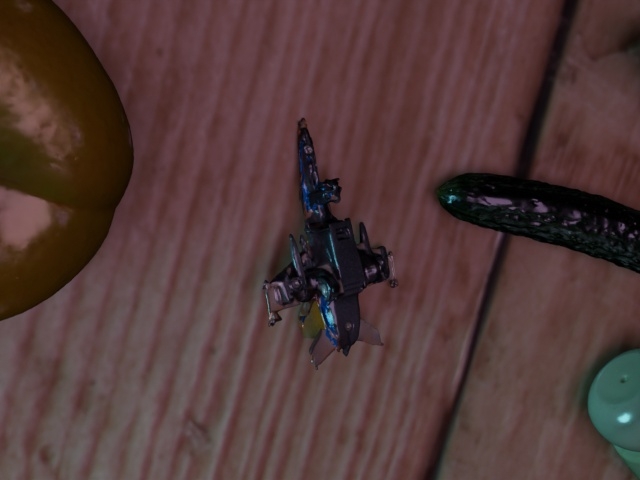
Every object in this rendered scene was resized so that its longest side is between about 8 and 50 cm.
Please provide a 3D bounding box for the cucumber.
[{"bbox_3d":[0.196,-0.018,0.761,0.214,0.052,0.058,15,126,-13],"label":"cucumber"}]

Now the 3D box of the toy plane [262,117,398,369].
[{"bbox_3d":[0.008,0.000,0.714,0.135,0.062,0.188,-11,101,-40],"label":"toy plane"}]

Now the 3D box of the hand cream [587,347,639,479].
[{"bbox_3d":[0.357,0.215,0.823,0.147,0.093,0.306,-45,109,0],"label":"hand cream"}]

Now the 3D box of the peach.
[{"bbox_3d":[-0.249,-0.059,0.600,0.251,0.153,0.251,-1,104,-6],"label":"peach"}]
